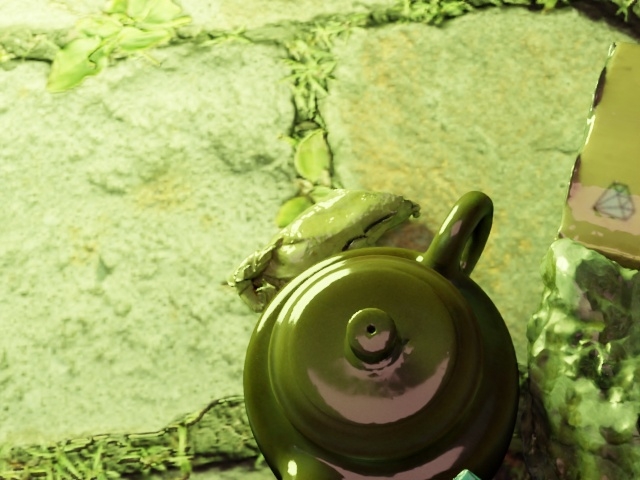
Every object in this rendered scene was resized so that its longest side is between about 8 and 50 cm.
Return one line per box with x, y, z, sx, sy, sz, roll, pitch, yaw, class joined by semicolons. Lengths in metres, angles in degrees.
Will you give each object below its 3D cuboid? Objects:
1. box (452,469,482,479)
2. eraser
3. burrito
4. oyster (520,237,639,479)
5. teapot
0.161;0.252;1.163;0.232;0.142;0.083;39;89;19;box
0.324;-0.030;1.303;0.290;0.087;0.171;14;70;12;eraser
0.000;0.000;1.348;0.149;0.041;0.055;-35;82;-13;burrito
0.231;0.132;1.227;0.268;0.112;0.198;28;71;10;oyster
0.046;0.079;1.239;0.186;0.175;0.267;27;72;13;teapot
